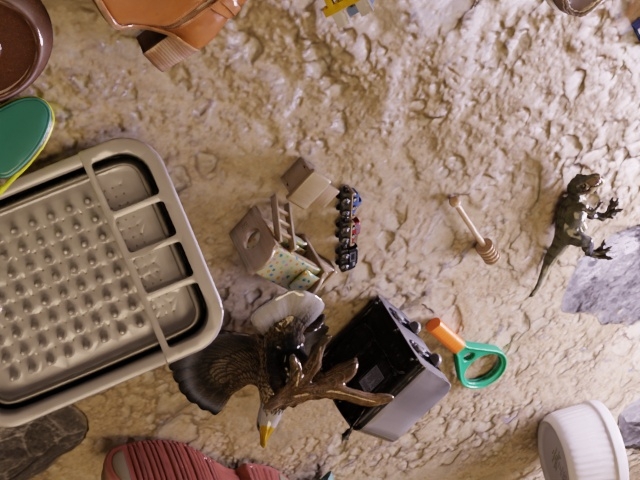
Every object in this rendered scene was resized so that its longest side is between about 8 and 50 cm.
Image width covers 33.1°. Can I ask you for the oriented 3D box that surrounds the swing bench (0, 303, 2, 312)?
[{"bbox_3d":[-0.516,0.047,1.164,0.253,0.255,0.165,48,67,-19],"label":"swing bench"}]

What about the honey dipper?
[{"bbox_3d":[0.237,-0.018,1.678,0.030,0.030,0.160,-36,130,5],"label":"honey dipper"}]

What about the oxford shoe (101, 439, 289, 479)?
[{"bbox_3d":[-0.208,0.435,1.765,0.397,0.140,0.146,26,118,-39],"label":"oxford shoe"}]

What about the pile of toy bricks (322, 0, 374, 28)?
[{"bbox_3d":[0.088,-0.351,1.280,0.212,0.118,0.105,-25,108,16],"label":"pile of toy bricks"}]

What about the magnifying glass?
[{"bbox_3d":[0.250,0.193,1.868,0.092,0.026,0.231,-40,136,10],"label":"magnifying glass"}]

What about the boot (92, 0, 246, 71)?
[{"bbox_3d":[-0.173,-0.291,1.207,0.152,0.073,0.197,-37,147,8],"label":"boot"}]

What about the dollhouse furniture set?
[{"bbox_3d":[0.000,0.000,1.518,0.161,0.101,0.182,-46,133,15],"label":"dollhouse furniture set"}]

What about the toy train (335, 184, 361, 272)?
[{"bbox_3d":[0.042,-0.017,1.577,0.036,0.027,0.158,-17,134,-18],"label":"toy train"}]

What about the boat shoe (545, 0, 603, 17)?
[{"bbox_3d":[0.389,-0.420,1.358,0.117,0.096,0.324,7,124,-32],"label":"boat shoe"}]

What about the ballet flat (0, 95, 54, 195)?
[{"bbox_3d":[-0.399,-0.074,1.262,0.077,0.077,0.231,37,74,-9],"label":"ballet flat"}]

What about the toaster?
[{"bbox_3d":[0.094,0.211,1.700,0.185,0.168,0.110,-46,134,14],"label":"toaster"}]

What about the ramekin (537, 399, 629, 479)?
[{"bbox_3d":[0.494,0.413,2.058,0.109,0.207,0.207,-8,131,-8],"label":"ramekin"}]

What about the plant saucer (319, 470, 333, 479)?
[{"bbox_3d":[-0.010,0.461,1.908,0.021,0.119,0.119,39,109,1],"label":"plant saucer"}]

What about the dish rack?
[{"bbox_3d":[-0.317,0.050,1.352,0.333,0.072,0.285,-23,98,-8],"label":"dish rack"}]

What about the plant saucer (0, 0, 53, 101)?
[{"bbox_3d":[-0.379,-0.216,1.194,0.168,0.029,0.168,-14,131,-16],"label":"plant saucer"}]

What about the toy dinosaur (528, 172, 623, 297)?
[{"bbox_3d":[0.425,-0.016,1.754,0.118,0.064,0.268,-2,131,-17],"label":"toy dinosaur"}]

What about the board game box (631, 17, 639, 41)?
[{"bbox_3d":[0.506,-0.310,1.566,0.090,0.020,0.090,-37,134,8],"label":"board game box"}]

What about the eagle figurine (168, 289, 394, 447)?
[{"bbox_3d":[-0.074,0.187,1.571,0.226,0.298,0.225,44,79,-22],"label":"eagle figurine"}]
